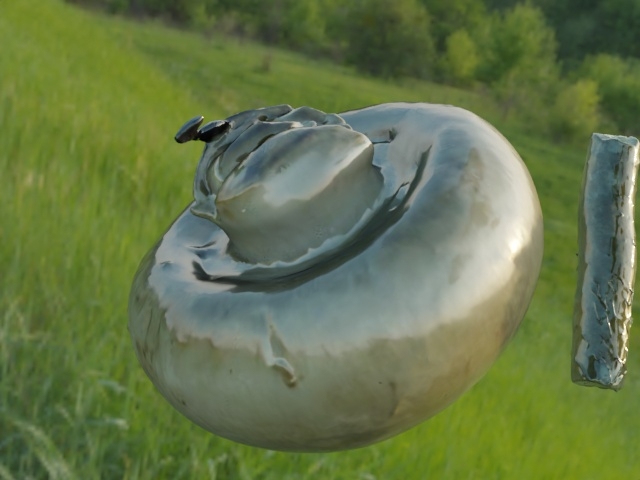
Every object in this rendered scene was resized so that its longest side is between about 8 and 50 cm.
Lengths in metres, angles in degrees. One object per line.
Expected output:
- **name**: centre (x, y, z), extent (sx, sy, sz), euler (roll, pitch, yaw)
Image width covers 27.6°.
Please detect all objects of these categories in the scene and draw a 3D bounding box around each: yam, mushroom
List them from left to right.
- **mushroom**: centre (0.000, 0.000, 1.083), extent (0.362, 0.295, 0.362), euler (-23, 25, 11)
- **yam**: centre (0.329, 0.021, 1.505), extent (0.071, 0.317, 0.067), euler (10, -19, -4)
